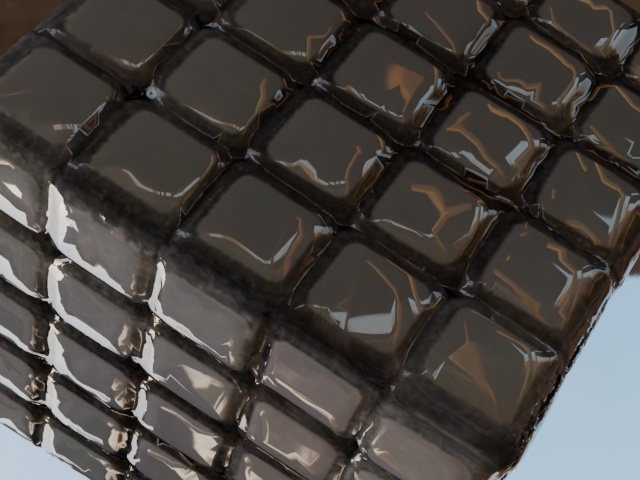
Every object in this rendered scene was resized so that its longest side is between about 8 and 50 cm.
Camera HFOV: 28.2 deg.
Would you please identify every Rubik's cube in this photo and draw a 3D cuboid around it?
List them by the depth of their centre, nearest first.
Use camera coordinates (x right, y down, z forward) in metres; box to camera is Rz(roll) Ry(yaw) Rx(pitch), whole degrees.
[{"bbox_3d":[0.000,0.000,0.568,0.238,0.237,0.237,32,-36,6],"label":"Rubik's cube"}]
